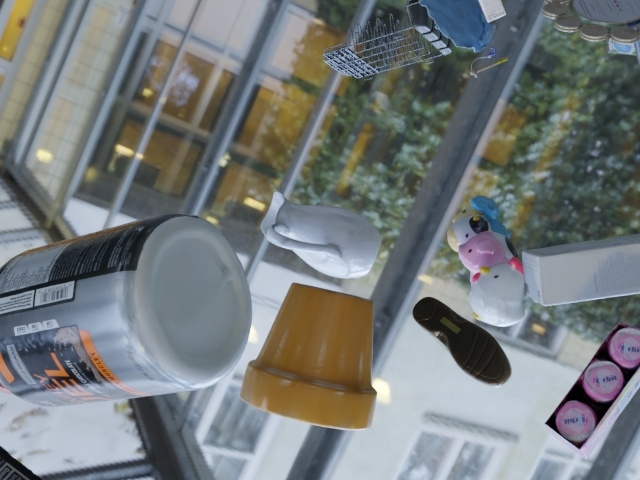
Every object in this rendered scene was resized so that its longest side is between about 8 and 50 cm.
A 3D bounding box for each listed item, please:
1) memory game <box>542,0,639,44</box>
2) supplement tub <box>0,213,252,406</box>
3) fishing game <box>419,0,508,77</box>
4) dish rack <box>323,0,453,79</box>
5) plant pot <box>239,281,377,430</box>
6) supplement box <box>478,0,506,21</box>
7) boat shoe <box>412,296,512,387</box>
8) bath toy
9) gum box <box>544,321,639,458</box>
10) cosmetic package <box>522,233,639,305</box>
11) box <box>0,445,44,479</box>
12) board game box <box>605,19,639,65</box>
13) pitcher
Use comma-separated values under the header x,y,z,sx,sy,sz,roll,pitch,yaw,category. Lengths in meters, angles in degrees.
x,y,z,sx,sy,sz,roll,pitch,yaw,category
0.394,-0.314,1.222,0.186,0.012,0.186,-1,-139,1,memory game
-0.270,0.094,1.097,0.338,0.207,0.207,-13,163,34,supplement tub
0.244,-0.425,1.660,0.264,0.041,0.189,55,-136,0,fishing game
0.147,-0.437,1.991,0.272,0.074,0.208,-12,166,26,dish rack
-0.002,0.167,1.358,0.205,0.187,0.205,13,178,0,plant pot
0.286,-0.438,1.562,0.098,0.036,0.062,60,-164,-28,supplement box
0.221,0.157,1.359,0.190,0.068,0.072,47,178,37,boat shoe
0.324,0.032,1.725,0.152,0.129,0.348,18,-156,-5,bath toy
0.403,0.211,1.273,0.062,0.188,0.107,35,175,28,gum box
0.446,0.042,1.414,0.231,0.085,0.117,-7,-176,-1,cosmetic package
-0.354,0.448,0.990,0.294,0.182,0.296,36,-140,3,box
0.559,-0.344,1.455,0.194,0.194,0.060,33,149,64,board game box
0.000,0.000,1.605,0.207,0.125,0.177,21,-159,-9,pitcher
